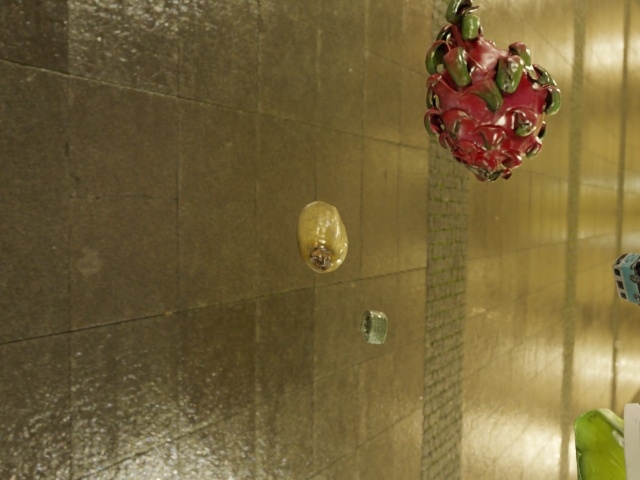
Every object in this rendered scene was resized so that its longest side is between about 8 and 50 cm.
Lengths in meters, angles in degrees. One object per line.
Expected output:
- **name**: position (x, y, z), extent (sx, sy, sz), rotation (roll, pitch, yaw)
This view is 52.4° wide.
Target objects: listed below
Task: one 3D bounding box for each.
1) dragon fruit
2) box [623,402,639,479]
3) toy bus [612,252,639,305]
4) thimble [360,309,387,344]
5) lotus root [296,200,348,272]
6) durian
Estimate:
- **dragon fruit**: position (0.250, -0.233, 1.040), extent (0.198, 0.273, 0.218), rotation (-43, 170, -9)
- **box**: position (0.551, 0.322, 0.849), extent (0.333, 0.173, 0.145), rotation (31, 58, -35)
- **toy bus**: position (0.741, 0.087, 1.549), extent (0.060, 0.075, 0.123), rotation (-39, 119, -23)
- **thimble**: position (0.170, 0.276, 2.065), extent (0.062, 0.084, 0.110), rotation (11, 62, -20)
- **lotus root**: position (0.000, 0.000, 1.953), extent (0.343, 0.151, 0.169), rotation (-89, 154, -61)
- **durian**: position (0.479, 0.390, 1.023), extent (0.101, 0.139, 0.250), rotation (9, 58, -39)
